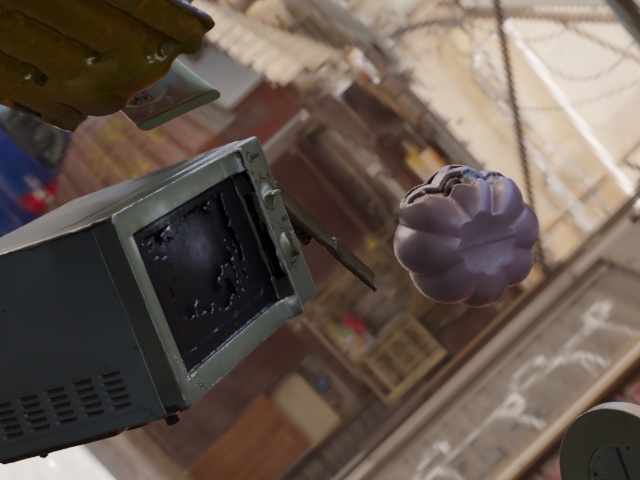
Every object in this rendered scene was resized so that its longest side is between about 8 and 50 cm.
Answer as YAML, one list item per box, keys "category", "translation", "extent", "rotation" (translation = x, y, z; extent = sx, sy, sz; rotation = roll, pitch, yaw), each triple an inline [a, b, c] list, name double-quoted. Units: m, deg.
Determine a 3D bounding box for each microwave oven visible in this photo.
- category: "microwave oven"
  translation: [-0.196, 0.063, 1.463]
  extent: [0.218, 0.286, 0.355]
  rotation: [68, 23, -8]

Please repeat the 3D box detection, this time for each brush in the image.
- category: "brush"
  translation: [0.000, 0.000, 2.107]
  extent: [0.248, 0.036, 0.043]
  rotation: [41, 37, -35]

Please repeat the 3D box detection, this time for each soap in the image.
- category: "soap"
  translation: [-0.304, -0.254, 1.597]
  extent: [0.281, 0.259, 0.143]
  rotation: [22, 43, -51]

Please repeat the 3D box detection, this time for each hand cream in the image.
- category: "hand cream"
  translation: [-0.281, -0.253, 1.891]
  extent: [0.306, 0.147, 0.093]
  rotation: [39, 41, -40]

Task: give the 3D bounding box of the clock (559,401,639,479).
- category: "clock"
  translation: [0.433, 0.338, 1.987]
  extent: [0.235, 0.029, 0.235]
  rotation: [23, -57, 41]

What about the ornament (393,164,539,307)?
- category: "ornament"
  translation: [0.175, -0.006, 1.758]
  extent: [0.177, 0.177, 0.177]
  rotation: [47, -4, 4]
